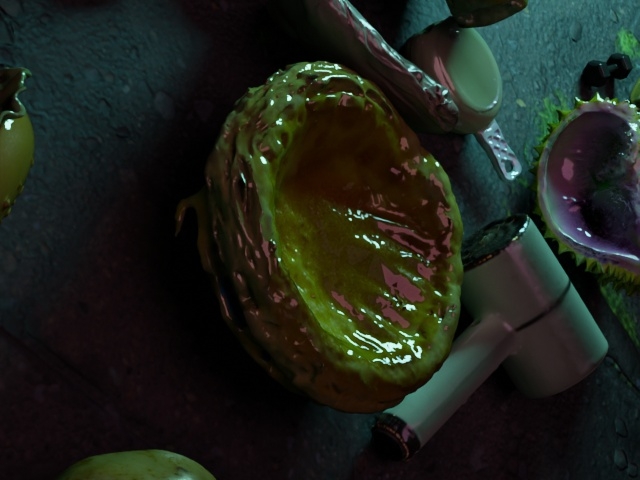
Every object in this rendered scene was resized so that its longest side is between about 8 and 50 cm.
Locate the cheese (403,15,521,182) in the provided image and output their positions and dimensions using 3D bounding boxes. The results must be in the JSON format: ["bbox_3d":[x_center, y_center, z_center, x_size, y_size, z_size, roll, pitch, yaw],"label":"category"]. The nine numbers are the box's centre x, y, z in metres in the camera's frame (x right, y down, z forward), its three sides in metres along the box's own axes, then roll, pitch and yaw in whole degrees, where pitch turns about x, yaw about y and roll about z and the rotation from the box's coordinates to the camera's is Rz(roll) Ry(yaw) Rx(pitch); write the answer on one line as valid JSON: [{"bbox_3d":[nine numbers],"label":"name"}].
[{"bbox_3d":[0.191,-0.175,1.821,0.137,0.064,0.227,-40,104,-39],"label":"cheese"}]

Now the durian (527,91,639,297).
[{"bbox_3d":[0.357,-0.059,1.886,0.186,0.154,0.261,18,66,-12],"label":"durian"}]

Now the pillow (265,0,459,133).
[{"bbox_3d":[0.046,-0.210,1.645,0.270,0.173,0.067,38,83,-24],"label":"pillow"}]

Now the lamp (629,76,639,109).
[{"bbox_3d":[0.531,-0.199,2.057,0.161,0.161,0.185,48,52,-18],"label":"lamp"}]

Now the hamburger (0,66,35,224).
[{"bbox_3d":[-0.363,-0.068,1.187,0.212,0.274,0.274,49,51,-27],"label":"hamburger"}]

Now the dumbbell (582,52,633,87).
[{"bbox_3d":[0.412,-0.245,2.046,0.083,0.036,0.040,-21,90,-42],"label":"dumbbell"}]

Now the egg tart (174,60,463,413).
[{"bbox_3d":[0.000,0.000,1.537,0.387,0.169,0.388,15,67,-40],"label":"egg tart"}]

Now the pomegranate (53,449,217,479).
[{"bbox_3d":[-0.173,0.304,1.263,0.248,0.248,0.248,14,68,-37],"label":"pomegranate"}]

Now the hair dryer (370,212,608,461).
[{"bbox_3d":[0.175,0.146,1.682,0.362,0.128,0.203,-42,105,-32],"label":"hair dryer"}]

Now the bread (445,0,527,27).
[{"bbox_3d":[0.184,-0.375,1.763,0.186,0.124,0.257,63,7,-65],"label":"bread"}]
